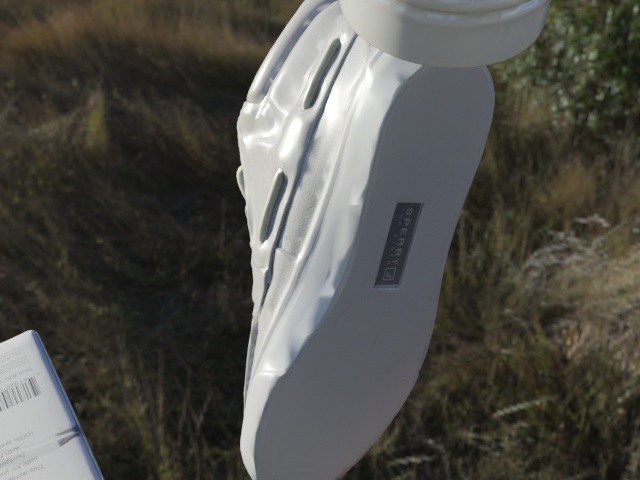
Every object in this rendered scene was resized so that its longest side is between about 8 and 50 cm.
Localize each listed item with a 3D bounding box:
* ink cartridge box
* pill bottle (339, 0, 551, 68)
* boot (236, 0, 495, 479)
[{"bbox_3d":[-0.306,0.239,0.986,0.207,0.117,0.283,-24,39,-15],"label":"ink cartridge box"},{"bbox_3d":[0.053,-0.166,0.352,0.117,0.215,0.117,2,47,-2],"label":"pill bottle"},{"bbox_3d":[0.000,0.000,0.576,0.095,0.258,0.123,8,21,-37],"label":"boot"}]
